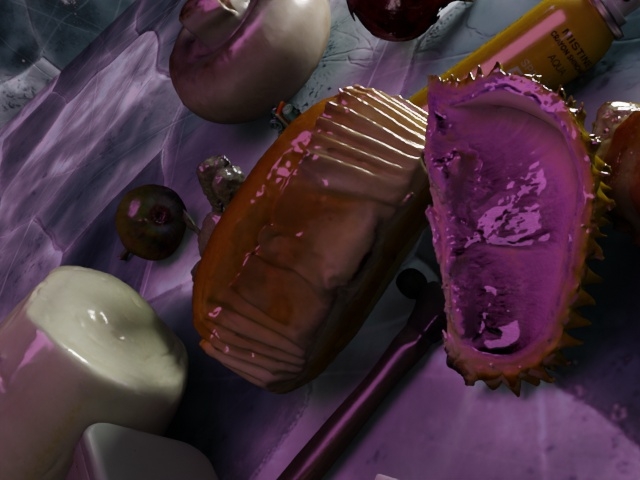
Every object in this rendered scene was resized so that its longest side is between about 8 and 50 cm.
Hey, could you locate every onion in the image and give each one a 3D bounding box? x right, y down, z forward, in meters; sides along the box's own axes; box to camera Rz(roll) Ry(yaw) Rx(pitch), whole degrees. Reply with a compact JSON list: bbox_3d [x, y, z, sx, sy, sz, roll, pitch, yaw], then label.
[{"bbox_3d":[0.154,-0.439,1.215,0.252,0.219,0.252,19,-90,-82],"label":"onion"}]

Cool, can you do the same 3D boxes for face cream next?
[{"bbox_3d":[0.243,-0.213,0.973,0.349,0.105,0.105,-34,37,24],"label":"face cream"}]

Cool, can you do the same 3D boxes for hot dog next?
[{"bbox_3d":[0.336,-0.062,0.732,0.146,0.103,0.213,-69,21,12],"label":"hot dog"}]

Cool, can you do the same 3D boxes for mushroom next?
[{"bbox_3d":[-0.159,-0.406,1.457,0.362,0.295,0.362,-29,39,27],"label":"mushroom"}]

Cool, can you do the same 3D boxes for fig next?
[{"bbox_3d":[-0.349,-0.016,1.504,0.245,0.149,0.149,-33,33,58],"label":"fig"}]

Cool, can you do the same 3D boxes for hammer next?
[{"bbox_3d":[0.014,0.231,0.880,0.440,0.044,0.168,-50,32,2],"label":"hammer"}]

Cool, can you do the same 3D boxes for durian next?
[{"bbox_3d":[0.208,-0.015,0.756,0.191,0.112,0.341,-7,87,36],"label":"durian"}]

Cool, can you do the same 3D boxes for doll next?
[{"bbox_3d":[-0.146,-0.003,1.096,0.203,0.285,0.091,11,44,39],"label":"doll"}]

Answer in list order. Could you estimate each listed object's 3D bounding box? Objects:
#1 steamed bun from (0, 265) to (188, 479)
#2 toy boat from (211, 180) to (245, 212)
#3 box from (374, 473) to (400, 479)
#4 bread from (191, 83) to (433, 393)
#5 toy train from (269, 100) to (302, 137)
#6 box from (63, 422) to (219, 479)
[{"bbox_3d":[-0.367,0.234,1.093,0.371,0.290,0.456,-49,15,1],"label":"steamed bun"},{"bbox_3d":[-0.081,-0.029,1.159,0.078,0.127,0.283,-56,34,-11],"label":"toy boat"},{"bbox_3d":[0.094,0.286,0.730,0.125,0.043,0.089,-2,57,49],"label":"box"},{"bbox_3d":[-0.004,-0.001,0.904,0.183,0.236,0.388,37,103,19],"label":"bread"},{"bbox_3d":[-0.042,-0.196,1.295,0.064,0.103,0.044,-6,52,41],"label":"toy train"},{"bbox_3d":[-0.217,0.440,0.796,0.343,0.177,0.352,-61,34,7],"label":"box"}]
